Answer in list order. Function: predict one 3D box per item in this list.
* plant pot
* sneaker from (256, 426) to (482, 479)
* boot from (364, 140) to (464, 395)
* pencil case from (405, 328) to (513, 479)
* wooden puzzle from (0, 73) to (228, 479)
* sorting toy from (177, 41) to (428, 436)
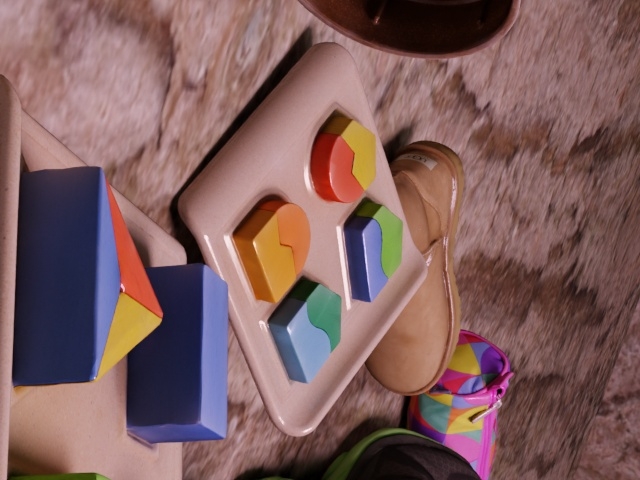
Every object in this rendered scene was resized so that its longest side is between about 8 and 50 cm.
[{"bbox_3d":[0.069,-0.231,1.213,0.167,0.167,0.165,83,25,-56],"label":"plant pot"},{"bbox_3d":[0.062,0.288,1.676,0.483,0.202,0.185,-11,121,-69],"label":"sneaker"},{"bbox_3d":[0.027,0.052,1.513,0.269,0.089,0.236,-36,130,-61],"label":"boot"},{"bbox_3d":[0.133,0.201,1.955,0.104,0.104,0.236,-51,156,-42],"label":"pencil case"},{"bbox_3d":[-0.106,0.115,1.011,0.348,0.080,0.322,58,30,-70],"label":"wooden puzzle"},{"bbox_3d":[0.000,0.000,1.308,0.193,0.038,0.208,-51,132,-35],"label":"sorting toy"}]
